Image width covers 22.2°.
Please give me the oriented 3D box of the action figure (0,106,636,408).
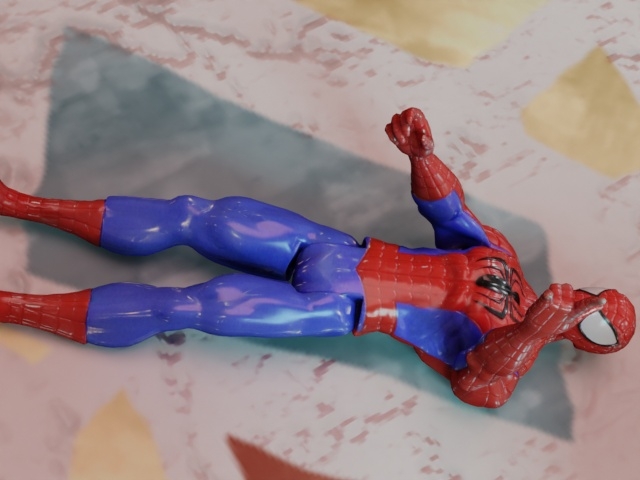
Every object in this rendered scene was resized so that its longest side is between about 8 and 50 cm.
[{"bbox_3d":[0.000,0.000,0.629,0.280,0.139,0.091,9,60,-10],"label":"action figure"}]
